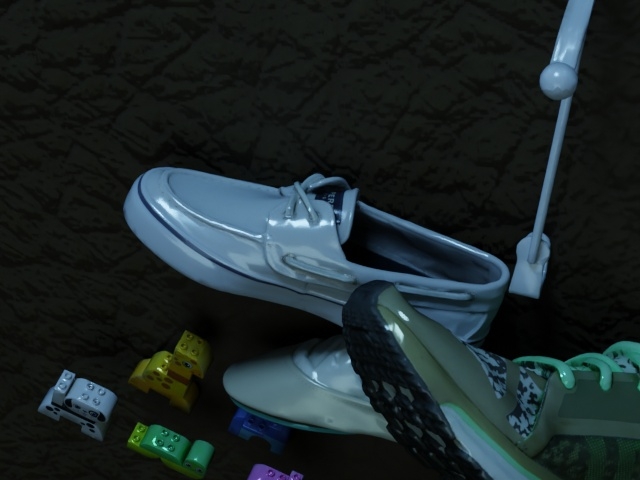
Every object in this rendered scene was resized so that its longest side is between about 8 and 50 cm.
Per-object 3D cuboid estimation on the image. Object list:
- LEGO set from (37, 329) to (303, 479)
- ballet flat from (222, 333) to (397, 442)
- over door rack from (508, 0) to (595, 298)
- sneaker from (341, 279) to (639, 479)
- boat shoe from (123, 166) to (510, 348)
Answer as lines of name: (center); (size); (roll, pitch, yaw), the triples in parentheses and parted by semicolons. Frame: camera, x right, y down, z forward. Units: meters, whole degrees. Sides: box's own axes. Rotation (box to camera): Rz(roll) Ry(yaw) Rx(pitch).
LEGO set: (-0.094, 0.129, 1.184); (0.227, 0.087, 0.093); (25, 146, 1)
ballet flat: (0.054, 0.107, 1.125); (0.248, 0.086, 0.086); (15, 130, 3)
over door rack: (0.248, -0.055, 0.906); (0.239, 0.108, 0.324); (14, 129, 11)
sneaker: (0.190, 0.124, 1.038); (0.410, 0.182, 0.158); (37, 169, -21)
boat shoe: (0.000, 0.000, 1.050); (0.267, 0.096, 0.088); (25, 126, 0)
